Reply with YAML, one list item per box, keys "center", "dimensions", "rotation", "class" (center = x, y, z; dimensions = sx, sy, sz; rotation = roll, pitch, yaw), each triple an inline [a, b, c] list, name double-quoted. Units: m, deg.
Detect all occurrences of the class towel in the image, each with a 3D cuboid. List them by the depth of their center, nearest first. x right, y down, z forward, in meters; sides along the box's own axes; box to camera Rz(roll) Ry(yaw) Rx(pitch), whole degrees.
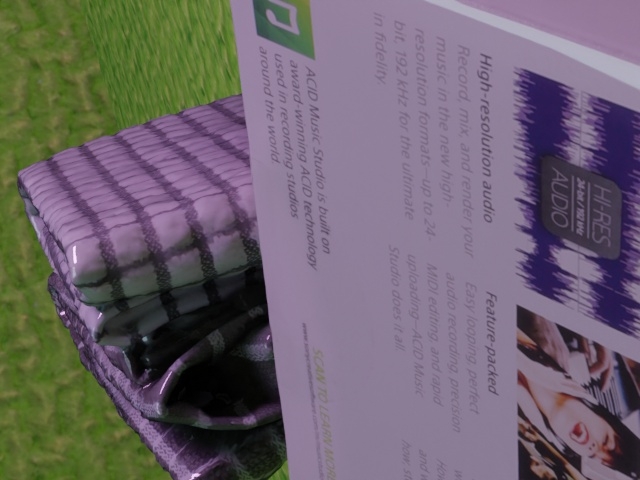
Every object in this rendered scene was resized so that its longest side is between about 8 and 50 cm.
- center: [0.000, 0.000, 0.808]
  dimensions: [0.284, 0.235, 0.121]
  rotation: [-148, 41, -72]
  class: "towel"

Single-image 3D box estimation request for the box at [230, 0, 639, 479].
- center: [0.117, 0.051, 0.451]
  dimensions: [0.322, 0.058, 0.232]
  rotation: [27, 138, 34]
  class: "box"
